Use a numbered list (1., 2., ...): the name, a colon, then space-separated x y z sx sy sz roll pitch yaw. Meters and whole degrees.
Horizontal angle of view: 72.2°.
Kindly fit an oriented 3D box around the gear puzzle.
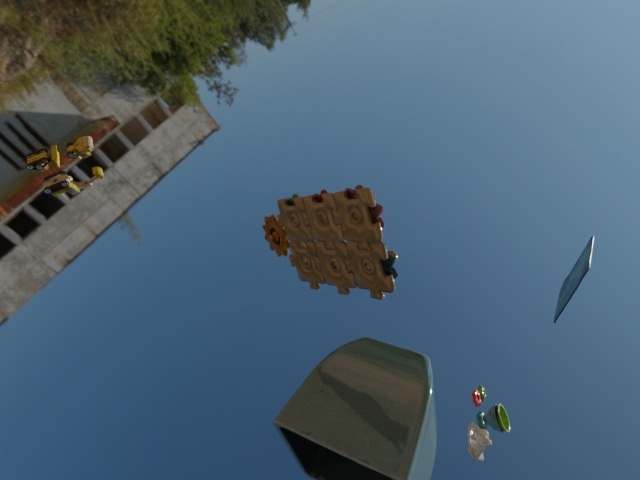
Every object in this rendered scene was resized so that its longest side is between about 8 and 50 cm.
1. gear puzzle: 0.000 0.000 0.755 0.044 0.175 0.339 -24 -165 -35

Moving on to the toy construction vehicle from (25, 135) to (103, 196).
1. toy construction vehicle: -0.367 -0.104 0.634 0.098 0.035 0.085 -25 -119 -4

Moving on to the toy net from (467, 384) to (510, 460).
1. toy net: 0.388 0.425 1.030 0.045 0.122 0.232 -22 172 30

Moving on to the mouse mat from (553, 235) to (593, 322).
1. mouse mat: 0.614 0.096 1.068 0.007 0.189 0.152 24 -137 20

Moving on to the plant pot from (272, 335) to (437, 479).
1. plant pot: 0.103 0.335 0.840 0.247 0.247 0.252 11 -133 28
